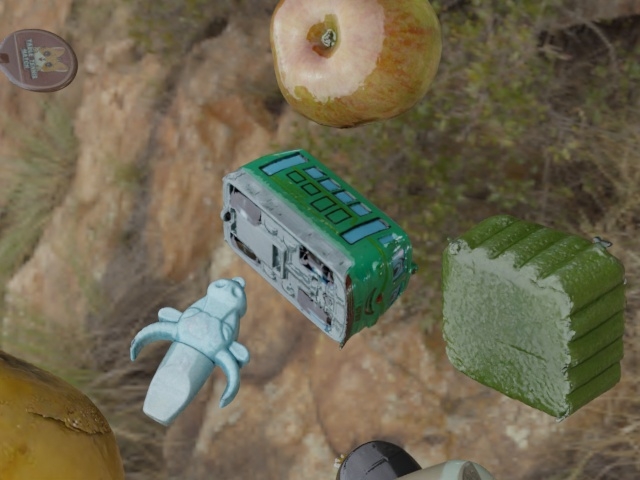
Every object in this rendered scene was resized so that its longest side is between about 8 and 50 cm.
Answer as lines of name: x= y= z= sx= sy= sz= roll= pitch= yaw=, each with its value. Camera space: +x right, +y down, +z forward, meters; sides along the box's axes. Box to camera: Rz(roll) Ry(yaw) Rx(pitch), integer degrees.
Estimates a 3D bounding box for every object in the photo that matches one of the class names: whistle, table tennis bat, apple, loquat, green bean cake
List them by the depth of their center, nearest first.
loquat: x=-0.271 y=0.189 z=0.858 sx=0.263 sy=0.263 sz=0.263 roll=-8 pitch=80 yaw=50
apple: x=0.025 y=-0.146 z=0.865 sx=0.126 sy=0.102 sz=0.126 roll=-3 pitch=83 yaw=25
table tennis bat: x=-0.444 y=-0.230 z=1.686 sx=0.119 sy=0.169 sz=0.108 roll=-52 pitch=48 yaw=53
green bean cake: x=0.308 y=0.104 z=1.704 sx=0.250 sy=0.156 sz=0.247 roll=23 pitch=129 yaw=44
whistle: x=-0.196 y=0.171 z=1.882 sx=0.274 sy=0.186 sz=0.093 roll=-60 pitch=-10 yaw=-23

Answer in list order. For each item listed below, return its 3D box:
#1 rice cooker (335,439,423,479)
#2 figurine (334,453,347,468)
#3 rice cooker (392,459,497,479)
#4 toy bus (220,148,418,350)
rice cooker: x=0.106 y=0.407 z=1.797 sx=0.203 sy=0.142 sz=0.118 roll=59 pitch=156 yaw=11
figurine: x=0.073 y=0.614 z=2.113 sx=0.401 sy=0.268 sz=0.387 roll=-127 pitch=43 yaw=-72
rice cooker: x=0.117 y=0.279 z=1.049 sx=0.127 sy=0.206 sz=0.145 roll=-12 pitch=56 yaw=10
toy bus: x=0.000 y=0.000 z=1.976 sx=0.343 sy=0.199 sz=0.184 roll=41 pitch=145 yaw=31
